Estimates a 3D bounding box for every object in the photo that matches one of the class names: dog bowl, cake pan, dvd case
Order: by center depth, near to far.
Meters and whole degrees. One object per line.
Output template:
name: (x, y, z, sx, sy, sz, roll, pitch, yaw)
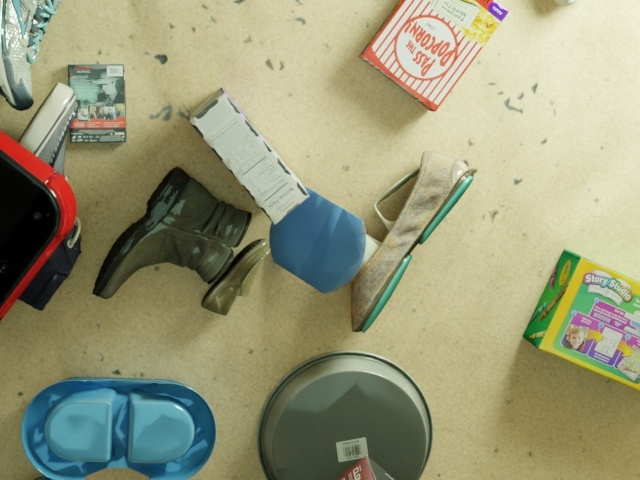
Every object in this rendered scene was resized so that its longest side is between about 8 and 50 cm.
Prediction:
dvd case: (-0.340, -0.209, 1.800, 0.087, 0.013, 0.119, -2, 100, -7)
dog bowl: (-0.313, 0.291, 1.853, 0.297, 0.074, 0.166, 3, 98, -7)
cake pan: (0.045, 0.326, 1.915, 0.293, 0.054, 0.293, -1, 100, -8)

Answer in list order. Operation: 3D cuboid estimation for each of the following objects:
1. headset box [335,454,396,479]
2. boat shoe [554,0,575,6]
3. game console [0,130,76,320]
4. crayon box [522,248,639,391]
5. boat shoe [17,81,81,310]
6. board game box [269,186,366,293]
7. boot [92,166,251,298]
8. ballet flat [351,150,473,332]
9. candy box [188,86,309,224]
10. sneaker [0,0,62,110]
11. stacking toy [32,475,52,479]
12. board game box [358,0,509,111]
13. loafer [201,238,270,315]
headset box: (0.066, 0.496, 1.870, 0.293, 0.110, 0.218, -42, 115, 12)
boat shoe: (0.364, -0.457, 1.829, 0.063, 0.066, 0.184, -32, 99, -16)
game console: (-0.574, -0.016, 1.687, 0.342, 0.060, 0.386, 38, 106, -7)
crayon box: (0.494, 0.144, 1.930, 0.278, 0.081, 0.165, 23, 95, -10)
boat shoe: (-0.408, -0.057, 1.769, 0.158, 0.127, 0.340, 28, 103, -15)
board game box: (0.000, 0.000, 1.848, 0.169, 0.033, 0.133, 31, 105, 23)
boot: (-0.225, 0.023, 1.822, 0.161, 0.083, 0.246, 37, 94, -17)
ballet flat: (0.113, -0.005, 1.860, 0.106, 0.107, 0.316, 35, 88, 9)
candy box: (-0.109, -0.129, 1.765, 0.070, 0.165, 0.196, -40, 102, 2)
sneaker: (-0.433, -0.332, 1.722, 0.122, 0.110, 0.283, -8, 100, -9)
stacking toy: (-0.410, 0.535, 1.853, 0.166, 0.175, 0.302, -30, 113, 1)
board game box: (0.175, -0.320, 1.833, 0.147, 0.045, 0.193, 35, 93, -11)
loafer: (-0.125, 0.059, 1.852, 0.050, 0.056, 0.148, 41, 102, -12)
